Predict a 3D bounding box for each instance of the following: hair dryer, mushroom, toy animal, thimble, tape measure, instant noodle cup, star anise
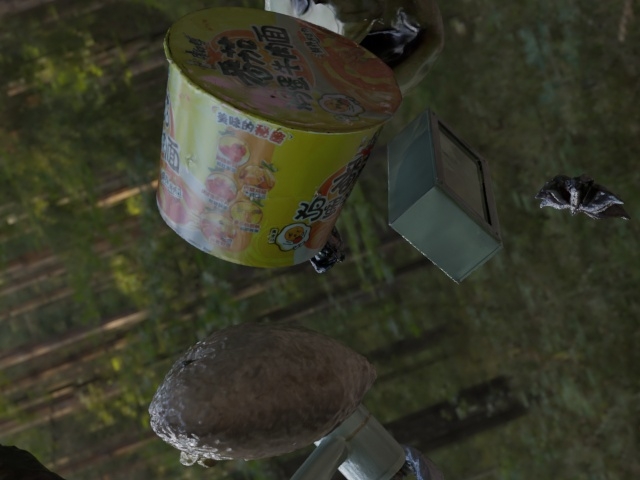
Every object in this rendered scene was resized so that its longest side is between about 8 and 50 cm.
[{"bbox_3d":[-0.001,0.384,1.968,0.173,0.107,0.357,46,-144,2],"label":"hair dryer"},{"bbox_3d":[0.037,-0.308,1.631,0.292,0.212,0.217,83,166,-66],"label":"mushroom"},{"bbox_3d":[-0.085,0.208,1.692,0.226,0.358,0.188,-21,75,55],"label":"toy animal"},{"bbox_3d":[0.165,0.466,2.300,0.118,0.127,0.151,43,-163,-50],"label":"thimble"},{"bbox_3d":[-0.001,-0.002,1.864,0.094,0.054,0.091,57,-162,1],"label":"tape measure"},{"bbox_3d":[-0.064,-0.108,1.340,0.264,0.264,0.200,-112,34,-50],"label":"instant noodle cup"},{"bbox_3d":[0.485,-0.078,2.242,0.204,0.180,0.061,31,-104,-58],"label":"star anise"}]

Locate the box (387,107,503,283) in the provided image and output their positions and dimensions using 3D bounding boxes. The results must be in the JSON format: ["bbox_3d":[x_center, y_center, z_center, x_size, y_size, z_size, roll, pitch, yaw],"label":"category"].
[{"bbox_3d":[0.164,-0.065,1.632,0.129,0.086,0.225,40,-155,-20],"label":"box"}]

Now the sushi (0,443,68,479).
[{"bbox_3d":[-0.413,0.423,1.570,0.294,0.299,0.281,19,114,39],"label":"sushi"}]
